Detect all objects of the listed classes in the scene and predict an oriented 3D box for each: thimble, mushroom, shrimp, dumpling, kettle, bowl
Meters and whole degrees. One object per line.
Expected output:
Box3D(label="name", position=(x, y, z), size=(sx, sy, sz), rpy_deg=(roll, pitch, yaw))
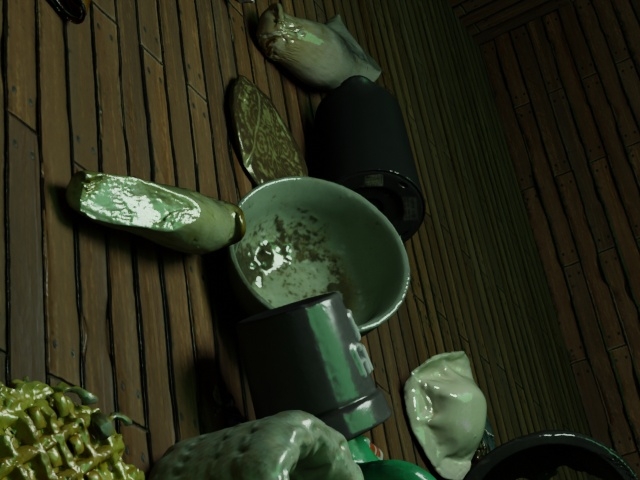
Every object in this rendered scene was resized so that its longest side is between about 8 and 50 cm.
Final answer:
Box3D(label="thimble", position=(-0.061, 0.354, 1.452), size=(0.291, 0.195, 0.291), rpy_deg=(49, 31, -44))
Box3D(label="mushroom", position=(-0.007, -0.386, 2.511), size=(0.177, 0.126, 0.397), rpy_deg=(59, 19, 7))
Box3D(label="shrimp", position=(0.303, 0.383, 2.550), size=(0.178, 0.075, 0.289), rpy_deg=(41, 32, -35))
Box3D(label="dumpling", position=(0.231, 0.334, 2.374), size=(0.179, 0.131, 0.252), rpy_deg=(12, 77, -44))
Box3D(label="kettle", position=(0.100, -0.131, 2.400), size=(0.262, 0.203, 0.308), rpy_deg=(49, 23, -36))
Box3D(label="mushroom", position=(-0.207, -0.035, 1.640), size=(0.333, 0.107, 0.087), rpy_deg=(18, 79, -66))
Box3D(label="bowl", position=(-0.022, 0.057, 1.883), size=(0.289, 0.146, 0.289), rpy_deg=(12, 50, -15))

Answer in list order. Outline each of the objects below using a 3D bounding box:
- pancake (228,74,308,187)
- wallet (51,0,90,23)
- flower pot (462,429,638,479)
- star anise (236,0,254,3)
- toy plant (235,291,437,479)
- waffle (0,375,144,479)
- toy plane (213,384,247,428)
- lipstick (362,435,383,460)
Box3D(label="pancake", position=(-0.092, -0.172, 2.184), size=(0.250, 0.031, 0.250), rpy_deg=(51, 25, -35))
Box3D(label="wallet", position=(-0.372, -0.409, 1.708), size=(0.195, 0.042, 0.161), rpy_deg=(54, 23, -32))
Box3D(label="flower pot", position=(0.396, 0.512, 2.342), size=(0.379, 0.379, 0.251), rpy_deg=(63, 0, -10))
Box3D(label="star anise", position=(-0.188, -0.521, 2.262), size=(0.212, 0.073, 0.197), rpy_deg=(62, 17, -7))
Box3D(label="toy plant", position=(0.025, 0.275, 1.656), size=(0.185, 0.280, 0.400), rpy_deg=(-21, 94, -60))
Box3D(label="waffle", position=(-0.261, 0.265, 1.238), size=(0.280, 0.060, 0.262), rpy_deg=(47, 31, -41))
Box3D(label="toy plane", position=(-0.114, 0.247, 1.674), size=(0.120, 0.031, 0.049), rpy_deg=(58, 16, -30))
Box3D(label="lipstick", position=(0.056, 0.331, 2.006), size=(0.131, 0.038, 0.038), rpy_deg=(44, 30, -48))
